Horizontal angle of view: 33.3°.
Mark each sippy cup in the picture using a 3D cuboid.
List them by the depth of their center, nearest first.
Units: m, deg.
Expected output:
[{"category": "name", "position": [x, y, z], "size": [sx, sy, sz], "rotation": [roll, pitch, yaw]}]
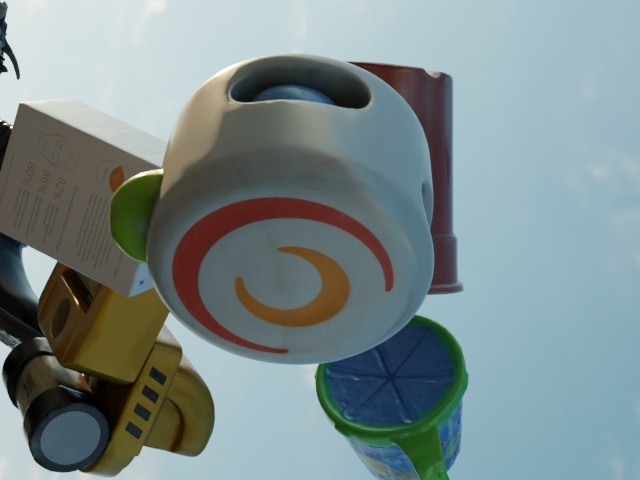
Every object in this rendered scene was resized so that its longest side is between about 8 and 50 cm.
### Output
[{"category": "sippy cup", "position": [0.127, 0.271, 1.694], "size": [0.240, 0.224, 0.305], "rotation": [4, -131, 21]}]

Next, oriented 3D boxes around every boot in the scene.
[{"category": "boot", "position": [-0.452, -0.008, 1.593], "size": [0.348, 0.260, 0.131], "rotation": [39, -17, 13]}]

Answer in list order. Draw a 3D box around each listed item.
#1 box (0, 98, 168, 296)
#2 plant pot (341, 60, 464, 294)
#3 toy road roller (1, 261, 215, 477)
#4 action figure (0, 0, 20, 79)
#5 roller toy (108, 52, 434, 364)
[{"category": "box", "position": [-0.211, -0.045, 1.024], "size": [0.170, 0.091, 0.130], "rotation": [26, -73, 15]}, {"category": "plant pot", "position": [0.053, -0.081, 1.331], "size": [0.272, 0.272, 0.265], "rotation": [9, -84, 55]}, {"category": "toy road roller", "position": [-0.233, 0.137, 1.341], "size": [0.202, 0.240, 0.330], "rotation": [37, -76, 58]}, {"category": "action figure", "position": [-0.465, -0.296, 1.323], "size": [0.141, 0.275, 0.164], "rotation": [-52, -123, 11]}, {"category": "roller toy", "position": [-0.016, -0.022, 0.737], "size": [0.191, 0.209, 0.146], "rotation": [-32, -146, 29]}]
